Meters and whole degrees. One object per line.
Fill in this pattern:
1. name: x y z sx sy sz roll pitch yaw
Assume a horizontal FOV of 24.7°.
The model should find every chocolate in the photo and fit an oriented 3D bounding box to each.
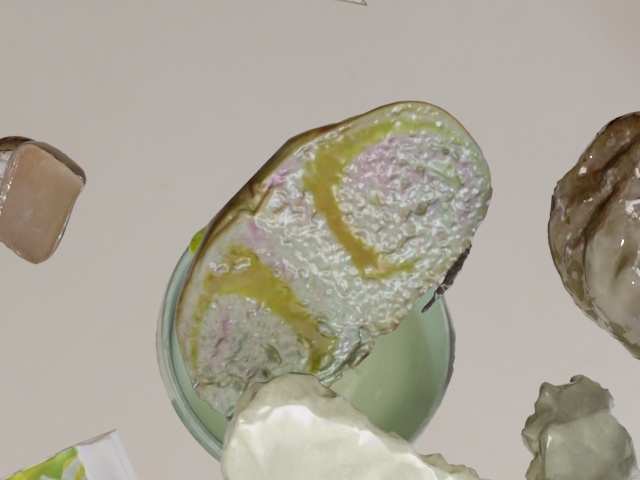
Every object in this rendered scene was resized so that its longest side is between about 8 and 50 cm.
1. chocolate: -0.213 -0.031 1.126 0.064 0.031 0.101 32 122 11

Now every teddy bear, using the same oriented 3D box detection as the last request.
1. teddy bear: 0.107 0.239 0.973 0.375 0.327 0.362 20 180 4

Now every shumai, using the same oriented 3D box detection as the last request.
1. shumai: 0.239 0.030 0.735 0.218 0.185 0.184 25 128 -27

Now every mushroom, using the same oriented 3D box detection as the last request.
1. mushroom: -0.389 -0.077 1.887 0.123 0.123 0.052 2 -179 37

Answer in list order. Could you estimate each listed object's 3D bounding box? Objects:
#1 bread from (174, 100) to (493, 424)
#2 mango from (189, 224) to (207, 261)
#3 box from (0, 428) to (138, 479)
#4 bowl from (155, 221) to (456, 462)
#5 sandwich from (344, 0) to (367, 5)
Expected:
1. bread: -0.010 0.008 1.071 0.158 0.261 0.156 46 165 -13
2. mango: -0.070 0.014 1.373 0.108 0.056 0.073 4 131 -14
3. box: -0.341 0.378 1.841 0.260 0.194 0.111 -27 174 21
4. bowl: -0.031 0.110 1.534 0.307 0.307 0.163 30 159 -10
5. sandwich: -0.014 -0.309 1.820 0.116 0.074 0.074 45 171 -28
